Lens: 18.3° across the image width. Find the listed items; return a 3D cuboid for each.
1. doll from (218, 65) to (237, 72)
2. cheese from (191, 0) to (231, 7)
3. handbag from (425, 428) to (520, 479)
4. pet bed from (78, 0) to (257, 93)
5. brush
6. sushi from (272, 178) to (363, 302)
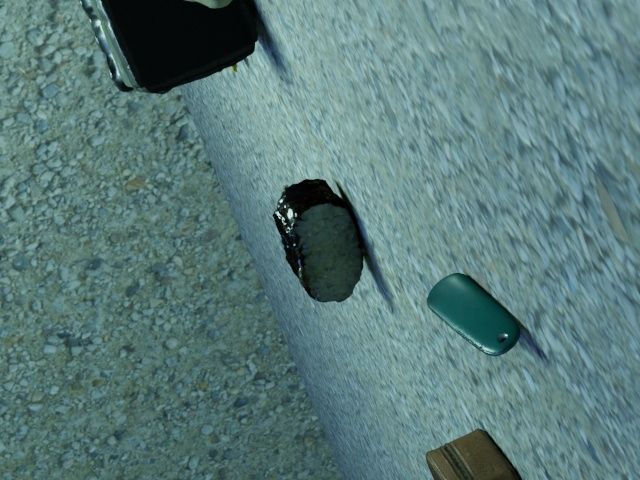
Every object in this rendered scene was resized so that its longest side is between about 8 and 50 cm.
[{"bbox_3d":[-0.139,-0.280,2.639,0.113,0.076,0.078,37,-155,-7],"label":"doll"},{"bbox_3d":[-0.175,-0.366,2.126,0.159,0.093,0.263,16,151,24],"label":"cheese"},{"bbox_3d":[0.183,0.303,2.031,0.151,0.072,0.193,-129,17,-67],"label":"handbag"},{"bbox_3d":[-0.189,-0.288,2.345,0.211,0.183,0.159,67,172,-13],"label":"pet bed"},{"bbox_3d":[0.134,0.068,1.663,0.032,0.043,0.193,47,179,-21],"label":"brush"},{"bbox_3d":[0.000,0.000,2.322,0.078,0.090,0.150,52,164,52],"label":"sushi"}]
